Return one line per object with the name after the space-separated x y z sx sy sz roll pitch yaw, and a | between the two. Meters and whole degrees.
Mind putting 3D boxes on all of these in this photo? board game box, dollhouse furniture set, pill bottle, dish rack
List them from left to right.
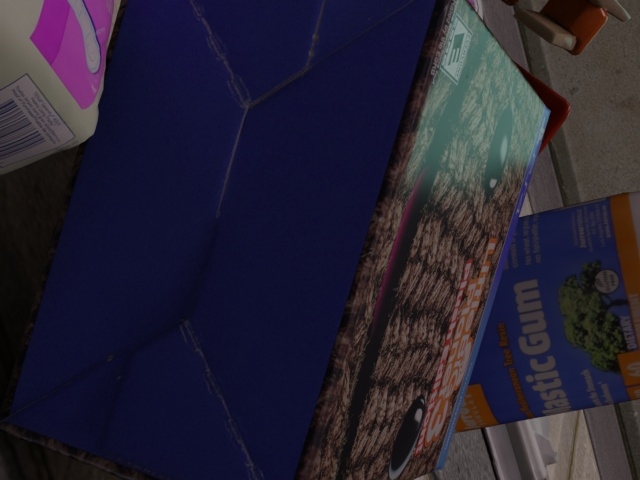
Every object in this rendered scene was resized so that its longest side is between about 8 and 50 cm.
0.000 0.000 0.643 0.291 0.141 0.232 13 94 -72 | board game box
0.094 -0.151 1.068 0.259 0.262 0.135 44 13 28 | dollhouse furniture set
0.133 0.064 0.961 0.152 0.272 0.152 -14 90 -74 | pill bottle
0.242 0.144 1.625 0.285 0.072 0.333 -60 133 -66 | dish rack

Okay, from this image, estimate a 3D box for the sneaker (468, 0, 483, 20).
0.101 -0.353 1.517 0.282 0.102 0.161 67 19 6 | sneaker

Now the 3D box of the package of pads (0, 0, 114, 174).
-0.163 -0.201 0.492 0.229 0.101 0.297 58 24 -49 | package of pads
